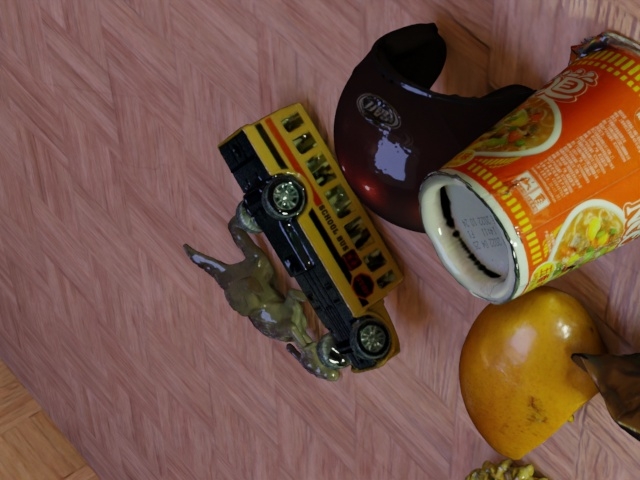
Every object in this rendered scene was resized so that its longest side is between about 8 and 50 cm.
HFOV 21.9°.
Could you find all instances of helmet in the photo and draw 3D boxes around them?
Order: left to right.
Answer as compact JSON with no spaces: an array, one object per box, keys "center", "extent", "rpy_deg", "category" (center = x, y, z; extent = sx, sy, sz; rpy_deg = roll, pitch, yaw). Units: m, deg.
[{"center":[0.112,-0.105,1.641],"extent":[0.189,0.193,0.216],"rpy_deg":[37,178,38],"category":"helmet"}]

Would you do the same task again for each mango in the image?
[{"center":[0.225,0.136,1.755],"extent":[0.154,0.126,0.252],"rpy_deg":[35,149,21],"category":"mango"}]

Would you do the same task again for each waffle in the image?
[{"center":[0.246,0.354,2.050],"extent":[0.191,0.038,0.191],"rpy_deg":[29,132,38],"category":"waffle"}]

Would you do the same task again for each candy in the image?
[{"center":[0.348,0.166,1.577],"extent":[0.143,0.101,0.271],"rpy_deg":[41,171,-24],"category":"candy"}]

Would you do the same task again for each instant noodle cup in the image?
[{"center":[0.205,-0.052,1.452],"extent":[0.193,0.212,0.193],"rpy_deg":[44,152,30],"category":"instant noodle cup"}]

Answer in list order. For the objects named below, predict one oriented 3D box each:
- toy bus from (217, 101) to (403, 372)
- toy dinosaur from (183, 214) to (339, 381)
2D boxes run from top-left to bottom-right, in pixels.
[{"center":[0.000,0.000,2.038],"extent":[0.335,0.123,0.121],"rpy_deg":[59,155,-2],"category":"toy bus"},{"center":[-0.078,0.089,2.360],"extent":[0.294,0.077,0.162],"rpy_deg":[53,157,10],"category":"toy dinosaur"}]
